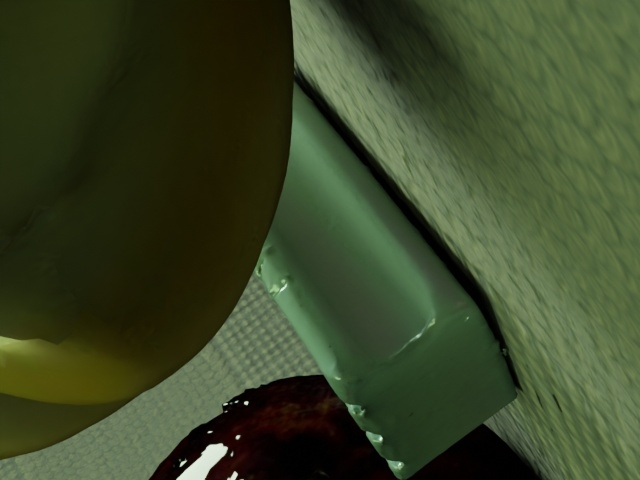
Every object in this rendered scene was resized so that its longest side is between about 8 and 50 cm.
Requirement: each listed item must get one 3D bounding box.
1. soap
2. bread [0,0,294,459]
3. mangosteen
[{"bbox_3d":[0.000,0.000,0.881,0.289,0.095,0.173,53,176,34],"label":"soap"},{"bbox_3d":[-0.192,-0.112,0.560,0.424,0.329,0.245,61,176,2],"label":"bread"},{"bbox_3d":[0.037,0.303,1.109,0.421,0.381,0.381,30,-165,-42],"label":"mangosteen"}]
